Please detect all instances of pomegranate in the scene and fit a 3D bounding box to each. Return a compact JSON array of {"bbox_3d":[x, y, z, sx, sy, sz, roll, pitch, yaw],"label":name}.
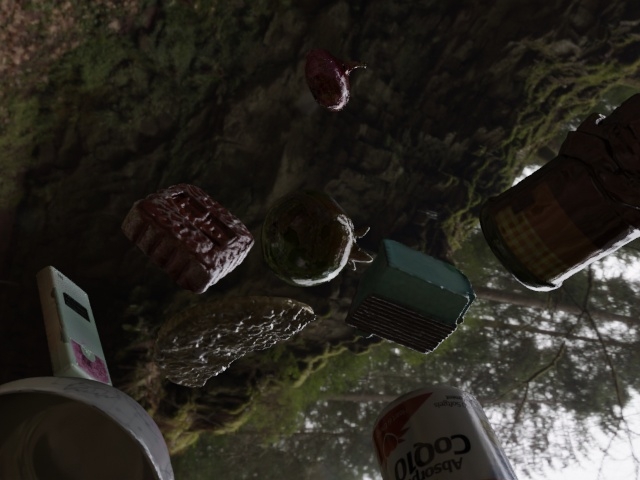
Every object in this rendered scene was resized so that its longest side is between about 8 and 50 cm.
[{"bbox_3d":[0.000,0.000,0.946,0.182,0.224,0.181,-11,-104,50],"label":"pomegranate"}]

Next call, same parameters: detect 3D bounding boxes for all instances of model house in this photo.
[{"bbox_3d":[0.234,0.174,1.392,0.230,0.281,0.248,-82,-164,-69],"label":"model house"}]

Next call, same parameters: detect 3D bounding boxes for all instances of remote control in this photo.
[{"bbox_3d":[-0.555,0.203,1.145,0.050,0.145,0.344,-34,-133,-6],"label":"remote control"}]

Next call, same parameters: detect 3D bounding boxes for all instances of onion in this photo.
[{"bbox_3d":[0.042,-0.377,1.161,0.140,0.150,0.149,-19,-119,18],"label":"onion"}]

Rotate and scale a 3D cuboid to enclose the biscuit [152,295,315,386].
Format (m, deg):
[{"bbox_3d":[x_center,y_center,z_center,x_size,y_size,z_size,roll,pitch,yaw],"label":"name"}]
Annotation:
[{"bbox_3d":[-0.140,0.128,0.670,0.250,0.133,0.032,-32,-133,24],"label":"biscuit"}]

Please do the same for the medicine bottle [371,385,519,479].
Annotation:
[{"bbox_3d":[0.165,0.323,0.586,0.157,0.157,0.288,-61,-157,25],"label":"medicine bottle"}]

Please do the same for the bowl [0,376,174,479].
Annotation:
[{"bbox_3d":[-0.311,0.290,0.617,0.144,0.287,0.286,-108,-148,-84],"label":"bowl"}]

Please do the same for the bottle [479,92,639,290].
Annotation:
[{"bbox_3d":[0.311,-0.058,0.540,0.271,0.143,0.156,-42,-126,36],"label":"bottle"}]

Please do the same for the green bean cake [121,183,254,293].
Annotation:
[{"bbox_3d":[-0.164,-0.010,0.657,0.135,0.135,0.056,39,-62,3],"label":"green bean cake"}]
